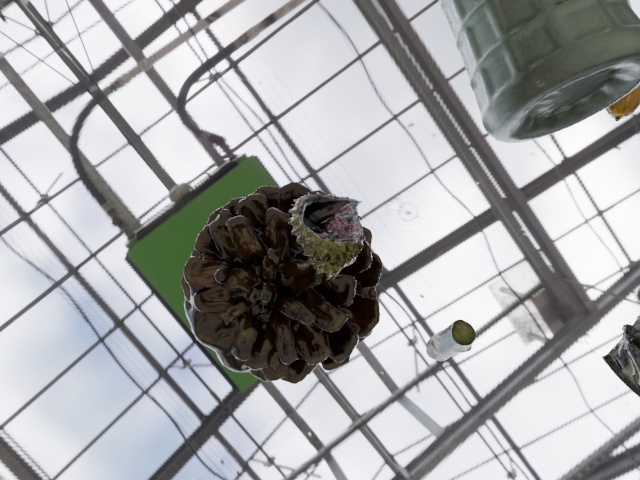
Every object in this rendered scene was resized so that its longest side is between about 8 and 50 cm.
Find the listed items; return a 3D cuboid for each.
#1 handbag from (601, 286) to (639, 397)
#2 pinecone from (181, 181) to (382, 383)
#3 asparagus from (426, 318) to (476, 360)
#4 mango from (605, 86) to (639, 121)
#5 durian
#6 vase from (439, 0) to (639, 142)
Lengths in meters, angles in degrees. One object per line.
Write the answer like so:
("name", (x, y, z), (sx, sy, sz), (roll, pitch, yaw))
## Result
("handbag", (0.639, 0.206, 1.068), (0.162, 0.327, 0.325), (-29, -37, -20))
("pinecone", (-0.070, 0.074, 1.268), (0.397, 0.398, 0.398), (-1, -84, -14))
("asparagus", (0.268, 0.206, 1.375), (0.067, 0.278, 0.060), (26, -105, 4))
("mango", (0.557, -0.302, 1.208), (0.075, 0.098, 0.190), (16, -101, 9))
("durian", (0.000, 0.003, 1.019), (0.119, 0.187, 0.108), (13, -63, -5))
("vase", (0.109, -0.220, 0.450), (0.143, 0.143, 0.299), (-18, -104, -12))
